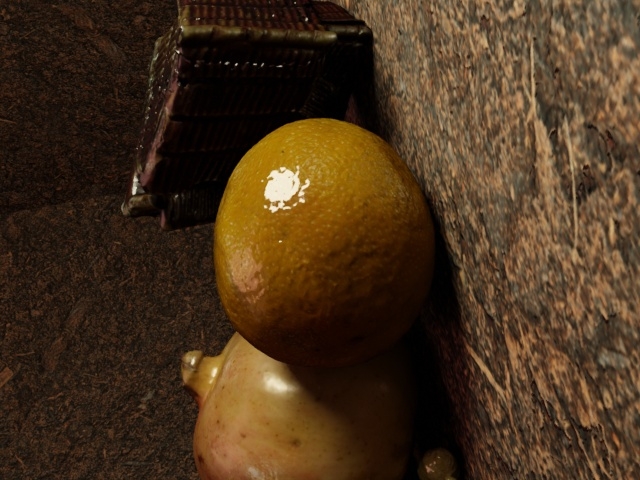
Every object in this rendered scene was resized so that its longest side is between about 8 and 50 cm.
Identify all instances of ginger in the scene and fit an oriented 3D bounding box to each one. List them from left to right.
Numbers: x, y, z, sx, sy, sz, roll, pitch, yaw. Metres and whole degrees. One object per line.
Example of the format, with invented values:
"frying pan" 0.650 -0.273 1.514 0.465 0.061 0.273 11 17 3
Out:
"ginger" 0.133 0.336 1.004 0.115 0.081 0.205 59 157 32

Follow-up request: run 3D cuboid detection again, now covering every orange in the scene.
"orange" 0.000 0.000 0.895 0.264 0.264 0.264 169 90 -83

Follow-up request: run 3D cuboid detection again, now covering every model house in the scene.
"model house" -0.064 -0.171 0.998 0.282 0.317 0.297 -25 69 62

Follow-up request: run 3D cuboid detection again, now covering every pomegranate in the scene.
"pomegranate" -0.034 0.222 1.089 0.338 0.338 0.338 169 90 -83

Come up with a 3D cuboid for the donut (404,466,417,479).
"donut" 0.056 0.414 1.212 0.261 0.208 0.128 -120 21 -55
